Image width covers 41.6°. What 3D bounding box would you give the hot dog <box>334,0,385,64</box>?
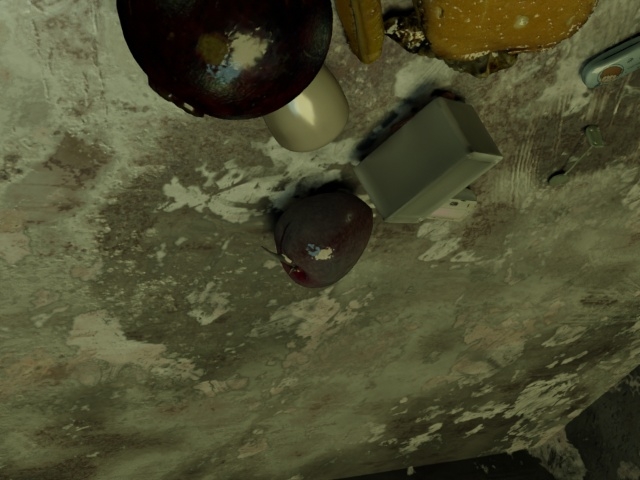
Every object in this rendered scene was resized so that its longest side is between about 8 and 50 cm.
[{"bbox_3d":[0.063,-0.408,1.380,0.068,0.083,0.289,-37,149,-15],"label":"hot dog"}]

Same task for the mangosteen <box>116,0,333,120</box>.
[{"bbox_3d":[-0.114,-0.342,1.176,0.306,0.306,0.359,23,104,-48],"label":"mangosteen"}]

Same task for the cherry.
[{"bbox_3d":[0.000,0.000,1.805,0.266,0.183,0.213,-29,163,-15],"label":"cherry"}]

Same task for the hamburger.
[{"bbox_3d":[0.294,-0.430,1.349,0.305,0.174,0.284,1,141,3],"label":"hamburger"}]

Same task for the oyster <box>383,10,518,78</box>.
[{"bbox_3d":[0.250,-0.362,1.568,0.345,0.078,0.129,2,147,-37],"label":"oyster"}]

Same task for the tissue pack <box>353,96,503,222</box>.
[{"bbox_3d":[0.220,-0.157,1.721,0.246,0.136,0.159,-40,158,29],"label":"tissue pack"}]

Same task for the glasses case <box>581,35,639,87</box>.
[{"bbox_3d":[0.640,-0.382,1.791,0.179,0.045,0.067,-26,146,4],"label":"glasses case"}]

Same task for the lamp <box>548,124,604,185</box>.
[{"bbox_3d":[0.617,-0.201,2.052,0.050,0.056,0.198,-6,154,-26],"label":"lamp"}]

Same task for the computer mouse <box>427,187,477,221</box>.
[{"bbox_3d":[0.279,-0.088,1.978,0.199,0.044,0.102,4,137,-34],"label":"computer mouse"}]

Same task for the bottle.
[{"bbox_3d":[-0.053,-0.276,1.437,0.148,0.147,0.236,-27,138,4],"label":"bottle"}]

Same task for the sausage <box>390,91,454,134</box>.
[{"bbox_3d":[0.211,-0.255,1.717,0.147,0.035,0.030,-31,128,13],"label":"sausage"}]
